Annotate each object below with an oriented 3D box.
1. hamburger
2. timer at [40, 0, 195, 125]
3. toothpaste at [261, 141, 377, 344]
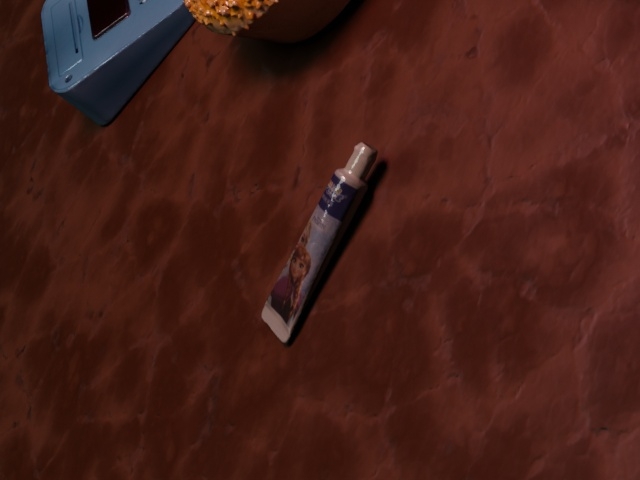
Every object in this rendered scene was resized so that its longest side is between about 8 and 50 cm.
[{"bbox_3d":[-0.054,-0.363,1.595,0.302,0.170,0.302,-32,47,42],"label":"hamburger"},{"bbox_3d":[-0.257,-0.307,1.948,0.250,0.091,0.232,-35,43,20],"label":"timer"},{"bbox_3d":[0.000,0.000,1.431,0.216,0.037,0.062,-62,35,15],"label":"toothpaste"}]
